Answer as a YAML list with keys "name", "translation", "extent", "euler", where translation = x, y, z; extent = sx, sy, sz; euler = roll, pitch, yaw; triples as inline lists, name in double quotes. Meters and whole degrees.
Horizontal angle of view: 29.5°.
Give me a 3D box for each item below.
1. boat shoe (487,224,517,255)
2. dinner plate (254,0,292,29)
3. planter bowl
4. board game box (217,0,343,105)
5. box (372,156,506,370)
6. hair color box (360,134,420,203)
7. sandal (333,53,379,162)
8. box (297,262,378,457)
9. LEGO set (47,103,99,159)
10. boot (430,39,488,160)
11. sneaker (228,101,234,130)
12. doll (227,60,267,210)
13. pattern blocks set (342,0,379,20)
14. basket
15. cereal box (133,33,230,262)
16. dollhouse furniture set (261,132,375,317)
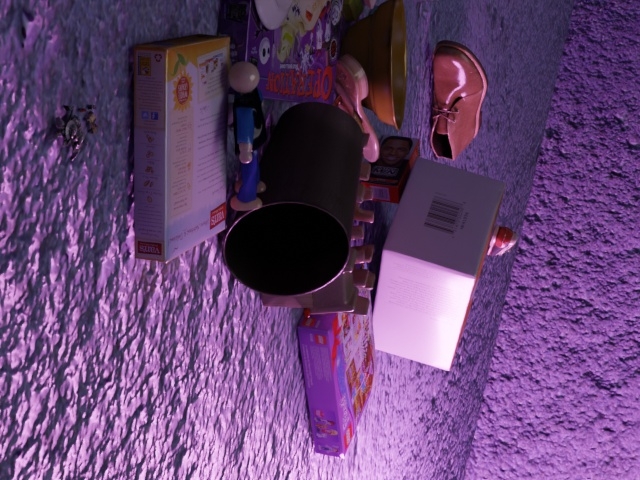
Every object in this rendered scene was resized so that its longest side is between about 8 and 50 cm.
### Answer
- name: "boat shoe"
  translation: [0.324, 0.003, 2.164]
  extent: [0.137, 0.043, 0.049]
  euler: [71, 35, -78]
- name: "dinner plate"
  translation: [-0.051, -0.336, 1.528]
  extent: [0.141, 0.017, 0.141]
  euler: [7, 90, -73]
- name: "planter bowl"
  translation: [0.083, -0.283, 1.938]
  extent: [0.217, 0.090, 0.217]
  euler: [1, 90, -80]
- name: "board game box"
  translation: [-0.048, -0.293, 1.649]
  extent: [0.347, 0.056, 0.208]
  euler: [-13, 114, -70]
- name: "box"
  translation: [0.206, 0.050, 2.213]
  extent: [0.345, 0.168, 0.215]
  euler: [95, 15, -57]
- name: "hair color box"
  translation: [0.127, -0.129, 2.177]
  extent: [0.141, 0.072, 0.043]
  euler: [-64, 155, -44]
- name: "sandal"
  translation: [0.031, -0.188, 1.899]
  extent: [0.079, 0.088, 0.240]
  euler: [-37, 150, -16]
- name: "box"
  translation: [0.034, 0.195, 2.058]
  extent: [0.201, 0.057, 0.293]
  euler: [-61, 152, -48]
- name: "LEGO set"
  translation: [-0.238, -0.111, 1.200]
  extent: [0.083, 0.023, 0.054]
  euler: [-61, 152, -46]
- name: "boot"
  translation: [0.275, -0.283, 2.511]
  extent: [0.115, 0.112, 0.305]
  euler: [-59, 154, -28]
- name: "sneaker"
  translation: [-0.098, -0.158, 1.559]
  extent: [0.109, 0.044, 0.040]
  euler: [-17, 112, -71]
- name: "doll"
  translation: [-0.087, -0.128, 1.465]
  extent: [0.129, 0.046, 0.189]
  euler: [-82, 175, -55]
- name: "pattern blocks set"
  translation: [0.082, -0.486, 1.974]
  extent: [0.325, 0.026, 0.285]
  euler: [50, 51, -66]
- name: "basket"
  translation: [-0.024, -0.067, 1.644]
  extent: [0.204, 0.154, 0.227]
  euler: [-42, -157, 43]
- name: "cereal box"
  translation: [-0.158, -0.110, 1.394]
  extent: [0.173, 0.047, 0.240]
  euler: [-35, 130, -67]
- name: "dollhouse furniture set"
  translation: [0.000, 0.000, 1.837]
  extent: [0.259, 0.135, 0.262]
  euler: [-73, 163, -58]
